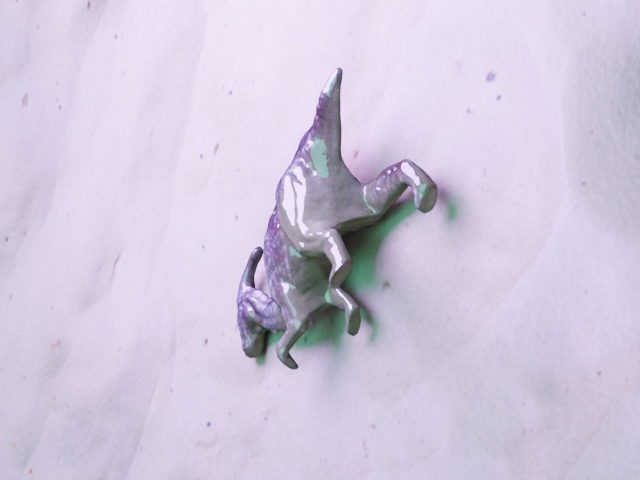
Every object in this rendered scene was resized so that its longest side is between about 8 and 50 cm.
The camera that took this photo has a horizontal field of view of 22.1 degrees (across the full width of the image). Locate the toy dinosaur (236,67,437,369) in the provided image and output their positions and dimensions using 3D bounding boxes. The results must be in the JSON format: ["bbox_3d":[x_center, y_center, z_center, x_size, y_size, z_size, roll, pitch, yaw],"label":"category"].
[{"bbox_3d":[-0.007,0.001,1.466,0.162,0.077,0.294,50,118,42],"label":"toy dinosaur"}]
